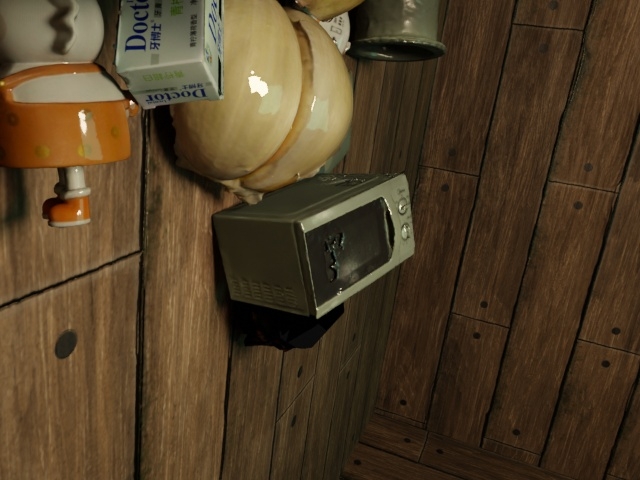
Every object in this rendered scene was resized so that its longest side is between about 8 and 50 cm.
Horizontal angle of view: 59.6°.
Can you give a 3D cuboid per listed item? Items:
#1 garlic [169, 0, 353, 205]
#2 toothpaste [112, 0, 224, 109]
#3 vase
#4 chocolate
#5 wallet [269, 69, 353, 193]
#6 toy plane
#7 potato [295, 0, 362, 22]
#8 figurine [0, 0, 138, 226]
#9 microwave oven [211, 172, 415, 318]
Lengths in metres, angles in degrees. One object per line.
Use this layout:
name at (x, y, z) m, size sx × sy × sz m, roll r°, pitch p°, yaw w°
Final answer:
garlic at (-0.084, -0.219, 0.819) m, size 0.286 × 0.249 × 0.313 m, roll 25°, pitch 86°, yaw -32°
toothpaste at (-0.143, -0.290, 0.555) m, size 0.067 × 0.081 × 0.336 m, roll 70°, pitch 15°, yaw -68°
vase at (0.181, -0.577, 1.285) m, size 0.245 × 0.245 × 0.291 m, roll -23°, pitch 118°, yaw -68°
chocolate at (-0.101, 0.128, 1.135) m, size 0.177 × 0.206 × 0.224 m, roll -33°, pitch -174°, yaw 44°
wallet at (-0.002, -0.228, 1.215) m, size 0.360 × 0.083 × 0.252 m, roll -55°, pitch 158°, yaw -52°
toy plane at (0.014, -0.426, 1.059) m, size 0.245 × 0.117 × 0.244 m, roll 13°, pitch 90°, yaw -74°
potato at (0.076, -0.481, 0.816) m, size 0.229 × 0.266 × 0.229 m, roll 39°, pitch 42°, yaw -46°
figurine at (-0.230, -0.148, 0.494) m, size 0.143 × 0.143 × 0.271 m, roll -6°, pitch 110°, yaw -71°
microwave oven at (0.000, 0.000, 0.995) m, size 0.295 × 0.237 × 0.181 m, roll -28°, pitch 114°, yaw -45°
